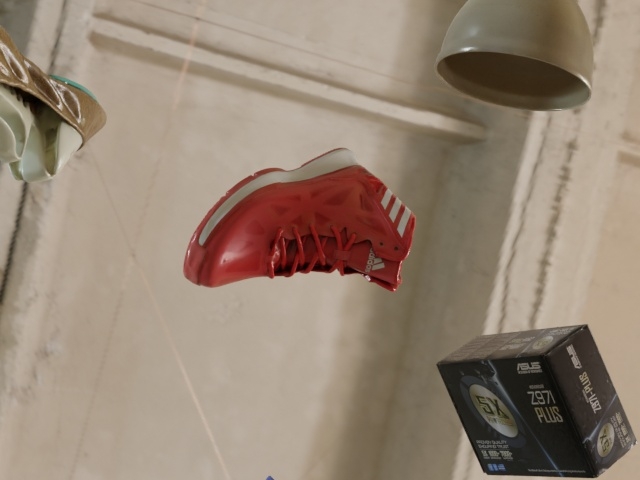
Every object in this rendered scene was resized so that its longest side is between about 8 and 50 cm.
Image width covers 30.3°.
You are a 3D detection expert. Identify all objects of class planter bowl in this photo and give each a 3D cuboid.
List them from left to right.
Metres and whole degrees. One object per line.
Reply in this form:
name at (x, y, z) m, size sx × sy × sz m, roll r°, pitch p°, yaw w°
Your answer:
planter bowl at (0.208, -0.212, 1.217) m, size 0.162 × 0.162 × 0.109 m, roll 20°, pitch -102°, yaw -28°

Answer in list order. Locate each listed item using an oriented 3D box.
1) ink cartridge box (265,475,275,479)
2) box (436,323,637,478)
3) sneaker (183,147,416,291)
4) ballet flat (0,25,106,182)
ink cartridge box at (-0.060, 0.401, 1.217) m, size 0.186 × 0.065 × 0.311 m, roll 40°, pitch -68°, yaw 13°
box at (0.236, 0.179, 1.308) m, size 0.077 × 0.180 × 0.147 m, roll -28°, pitch -81°, yaw -34°
sneaker at (0.000, 0.000, 0.981) m, size 0.221 × 0.128 × 0.087 m, roll -33°, pitch -31°, yaw -39°
ballet flat at (-0.324, -0.135, 1.265) m, size 0.116 × 0.342 × 0.124 m, roll -11°, pitch -107°, yaw 8°
